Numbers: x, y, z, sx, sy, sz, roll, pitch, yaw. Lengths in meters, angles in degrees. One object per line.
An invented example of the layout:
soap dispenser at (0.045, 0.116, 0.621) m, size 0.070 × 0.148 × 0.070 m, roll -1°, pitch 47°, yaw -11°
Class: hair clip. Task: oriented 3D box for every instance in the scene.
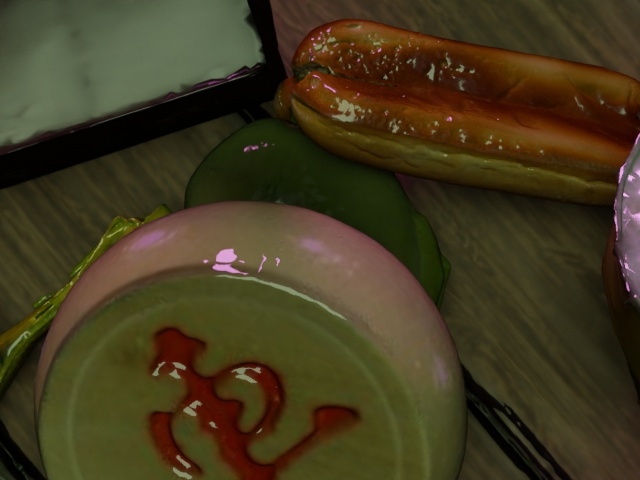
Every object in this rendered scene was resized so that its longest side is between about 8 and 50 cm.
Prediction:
hair clip at (-0.157, 0.039, 1.092) m, size 0.173 × 0.072 × 0.046 m, roll -39°, pitch 92°, yaw 1°

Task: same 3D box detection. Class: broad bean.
broad bean at (0.000, 0.000, 1.084) m, size 0.124 × 0.082 × 0.174 m, roll -37°, pitch 82°, yaw -6°

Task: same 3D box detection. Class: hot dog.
hot dog at (0.096, -0.073, 1.080) m, size 0.250 × 0.068 × 0.100 m, roll 11°, pitch 53°, yaw -12°

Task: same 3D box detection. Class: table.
table at (-0.168, -0.164, 1.016) m, size 0.251 × 0.282 × 0.196 m, roll -18°, pitch 81°, yaw 0°

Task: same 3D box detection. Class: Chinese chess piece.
Chinese chess piece at (-0.041, 0.100, 1.013) m, size 0.251 × 0.097 × 0.250 m, roll 4°, pitch 112°, yaw 10°

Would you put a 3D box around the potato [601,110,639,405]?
potato at (0.299, 0.018, 1.021) m, size 0.246 × 0.196 × 0.300 m, roll 32°, pitch 65°, yaw 34°
